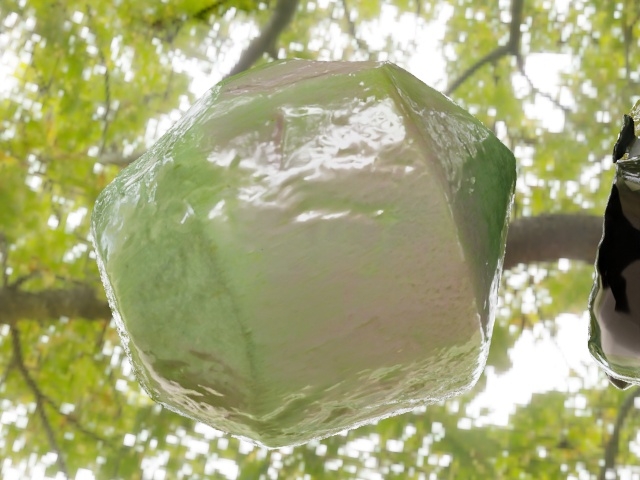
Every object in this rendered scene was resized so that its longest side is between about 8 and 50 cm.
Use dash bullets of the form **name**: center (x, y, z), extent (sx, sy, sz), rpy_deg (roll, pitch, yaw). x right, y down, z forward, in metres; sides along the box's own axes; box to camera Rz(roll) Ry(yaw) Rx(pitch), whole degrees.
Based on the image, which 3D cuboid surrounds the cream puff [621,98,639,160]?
- **cream puff**: center (0.426, -0.122, 1.119), extent (0.274, 0.270, 0.323), rpy_deg (47, -69, 5)

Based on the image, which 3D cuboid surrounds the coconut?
- **coconut**: center (0.000, 0.000, 0.661), extent (0.236, 0.204, 0.236), rpy_deg (-18, -35, -14)

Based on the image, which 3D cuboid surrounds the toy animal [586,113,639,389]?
- **toy animal**: center (0.287, 0.014, 0.688), extent (0.267, 0.212, 0.212), rpy_deg (8, -29, 25)
